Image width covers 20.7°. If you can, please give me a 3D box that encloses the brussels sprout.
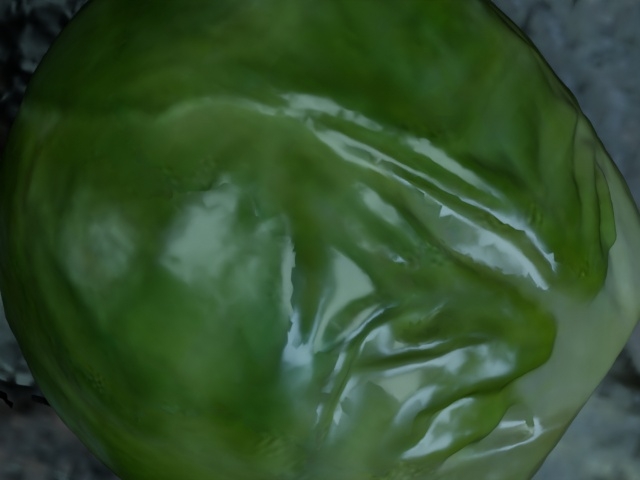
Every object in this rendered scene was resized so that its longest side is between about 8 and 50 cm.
[{"bbox_3d":[-0.001,0.002,0.405,0.155,0.117,0.155,1,97,7],"label":"brussels sprout"}]
